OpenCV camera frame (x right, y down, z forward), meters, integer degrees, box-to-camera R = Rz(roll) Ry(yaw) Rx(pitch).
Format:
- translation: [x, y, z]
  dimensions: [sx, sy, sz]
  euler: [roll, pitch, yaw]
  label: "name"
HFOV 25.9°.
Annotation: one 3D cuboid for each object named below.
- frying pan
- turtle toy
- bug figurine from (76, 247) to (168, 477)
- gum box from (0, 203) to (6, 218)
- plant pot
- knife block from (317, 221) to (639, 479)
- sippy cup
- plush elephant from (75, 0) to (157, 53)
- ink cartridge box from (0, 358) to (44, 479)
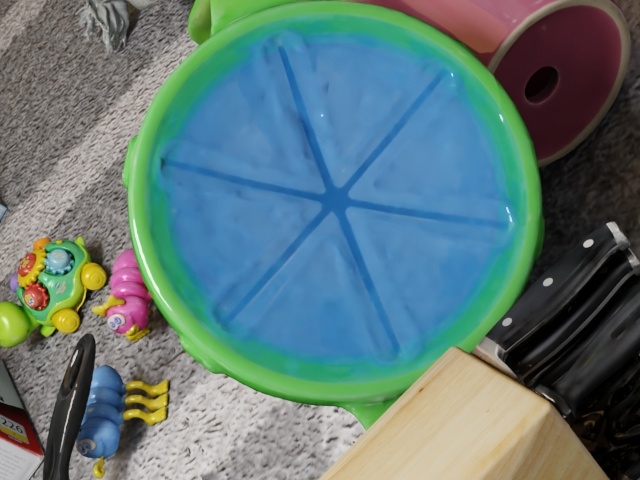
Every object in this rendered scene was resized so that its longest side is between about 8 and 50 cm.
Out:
- translation: [-0.236, 0.254, 1.106]
  dimensions: [0.197, 0.053, 0.326]
  euler: [-26, 51, 42]
  label: "frying pan"
- translation: [-0.270, 0.050, 1.355]
  dimensions: [0.130, 0.066, 0.095]
  euler: [-58, 32, -4]
  label: "turtle toy"
- translation: [-0.115, 0.059, 1.138]
  dimensions: [0.279, 0.072, 0.216]
  euler: [-37, 37, 28]
  label: "bug figurine"
- translation: [-0.475, -0.071, 1.651]
  dimensions: [0.184, 0.157, 0.041]
  euler: [12, 71, 56]
  label: "gum box"
- translation: [0.102, -0.145, 0.941]
  dimensions: [0.201, 0.201, 0.180]
  euler: [-51, 48, 7]
  label: "plant pot"
- translation: [0.074, 0.112, 0.694]
  dimensions: [0.088, 0.275, 0.242]
  euler: [29, 115, 58]
  label: "knife block"
- translation: [0.000, 0.000, 0.871]
  dimensions: [0.224, 0.240, 0.305]
  euler: [110, 176, -75]
  label: "sippy cup"
- translation: [-0.222, -0.368, 1.467]
  dimensions: [0.255, 0.272, 0.330]
  euler: [-14, -56, -79]
  label: "plush elephant"
- translation: [-0.443, 0.122, 1.291]
  dimensions: [0.130, 0.309, 0.272]
  euler: [-53, 33, 4]
  label: "ink cartridge box"
